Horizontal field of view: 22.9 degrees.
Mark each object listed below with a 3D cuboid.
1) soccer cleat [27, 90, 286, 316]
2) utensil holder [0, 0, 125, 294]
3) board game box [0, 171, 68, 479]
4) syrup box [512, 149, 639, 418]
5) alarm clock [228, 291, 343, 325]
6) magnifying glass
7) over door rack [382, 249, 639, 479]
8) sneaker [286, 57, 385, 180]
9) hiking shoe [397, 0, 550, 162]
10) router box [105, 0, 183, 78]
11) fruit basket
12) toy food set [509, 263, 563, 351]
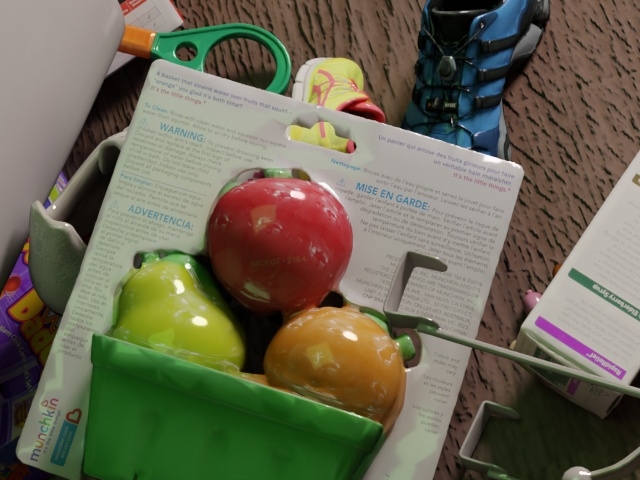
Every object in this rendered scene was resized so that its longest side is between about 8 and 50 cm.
[{"bbox_3d":[-0.126,-0.059,1.405,0.116,0.143,0.331,28,53,27],"label":"soccer cleat"},{"bbox_3d":[-0.384,-0.091,1.362,0.327,0.327,0.385,14,71,32],"label":"utensil holder"},{"bbox_3d":[-0.309,0.069,1.501,0.233,0.078,0.347,-35,51,0],"label":"board game box"},{"bbox_3d":[0.252,0.014,1.239,0.096,0.093,0.237,34,76,12],"label":"syrup box"},{"bbox_3d":[0.000,0.000,1.404,0.129,0.064,0.192,10,62,35],"label":"alarm clock"},{"bbox_3d":[-0.142,-0.186,1.561,0.231,0.026,0.092,15,69,2],"label":"magnifying glass"},{"bbox_3d":[0.188,0.166,1.096,0.324,0.239,0.108,27,68,36],"label":"over door rack"},{"bbox_3d":[0.019,-0.109,1.430,0.094,0.081,0.208,-8,28,20],"label":"sneaker"},{"bbox_3d":[0.114,-0.144,1.401,0.113,0.132,0.304,2,60,27],"label":"hiking shoe"},{"bbox_3d":[-0.359,-0.253,1.597,0.335,0.301,0.082,-34,17,0],"label":"router box"},{"bbox_3d":[-0.039,0.060,1.276,0.327,0.165,0.353,16,73,6],"label":"fruit basket"},{"bbox_3d":[0.208,0.047,1.302,0.078,0.019,0.122,25,72,36],"label":"toy food set"}]
